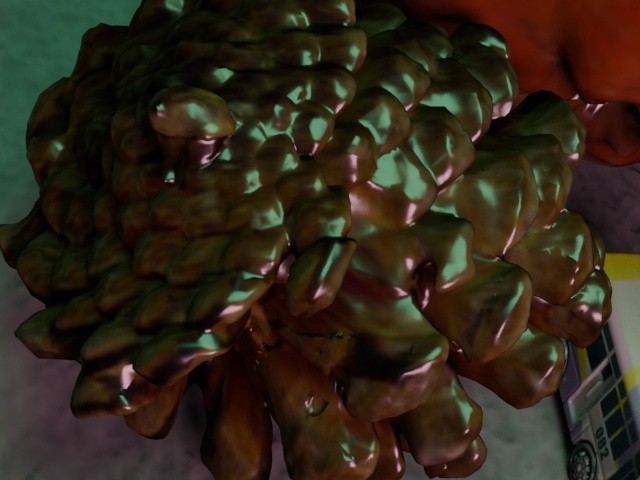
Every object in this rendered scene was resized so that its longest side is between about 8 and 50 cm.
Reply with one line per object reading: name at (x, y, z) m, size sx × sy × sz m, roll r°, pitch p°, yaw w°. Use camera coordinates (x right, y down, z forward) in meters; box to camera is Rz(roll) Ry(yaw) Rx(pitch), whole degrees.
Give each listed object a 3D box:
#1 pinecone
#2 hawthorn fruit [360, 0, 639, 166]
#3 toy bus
pinecone at (0.000, -0.002, 0.528) m, size 0.195 × 0.150 × 0.179 m, roll 7°, pitch 52°, yaw -21°
hawthorn fruit at (0.158, -0.171, 0.619) m, size 0.276 × 0.276 × 0.307 m, roll 31°, pitch 85°, yaw -1°
toy bus at (0.120, 0.059, 0.600) m, size 0.052 × 0.058 × 0.102 m, roll 6°, pitch 52°, yaw -21°
